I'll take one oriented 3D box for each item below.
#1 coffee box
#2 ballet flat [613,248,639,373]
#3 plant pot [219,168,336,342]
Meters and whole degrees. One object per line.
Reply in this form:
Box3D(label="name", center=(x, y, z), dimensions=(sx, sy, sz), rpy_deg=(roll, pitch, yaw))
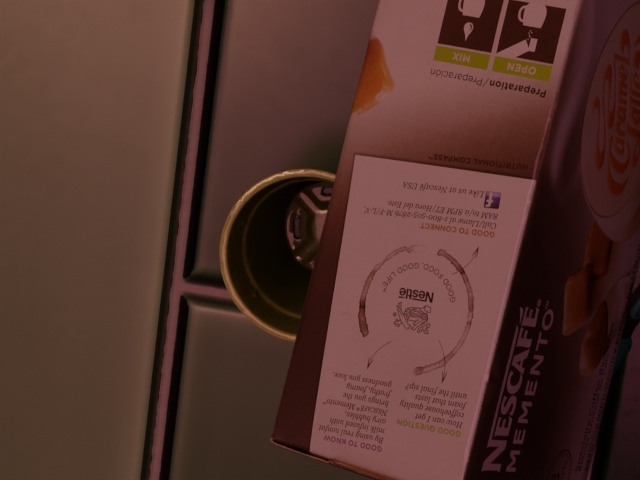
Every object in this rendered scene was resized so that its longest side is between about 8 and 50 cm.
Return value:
Box3D(label="coffee box", center=(0.078, -0.014, 0.818), dimensions=(0.098, 0.141, 0.246), rpy_deg=(14, 90, 31))
Box3D(label="ballet flat", center=(0.130, 0.029, 0.901), dimensions=(0.070, 0.070, 0.188), rpy_deg=(38, 103, 1))
Box3D(label="plant pot", center=(0.000, 0.000, 0.901), dimensions=(0.083, 0.079, 0.083), rpy_deg=(2, 102, 10))
